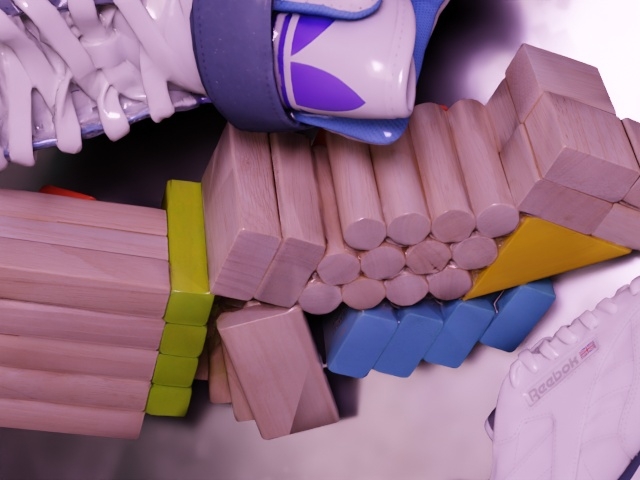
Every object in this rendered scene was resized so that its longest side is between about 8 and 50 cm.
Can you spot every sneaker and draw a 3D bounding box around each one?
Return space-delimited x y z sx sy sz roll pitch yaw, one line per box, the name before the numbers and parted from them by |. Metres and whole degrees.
sneaker | -0.077 -0.091 0.686 0.323 0.130 0.236 -38 46 -26
sneaker | 0.136 0.064 0.720 0.095 0.090 0.235 37 108 22

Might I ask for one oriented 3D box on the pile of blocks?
pile of blocks | 0.000 0.000 0.774 0.362 0.149 0.112 -12 41 3
